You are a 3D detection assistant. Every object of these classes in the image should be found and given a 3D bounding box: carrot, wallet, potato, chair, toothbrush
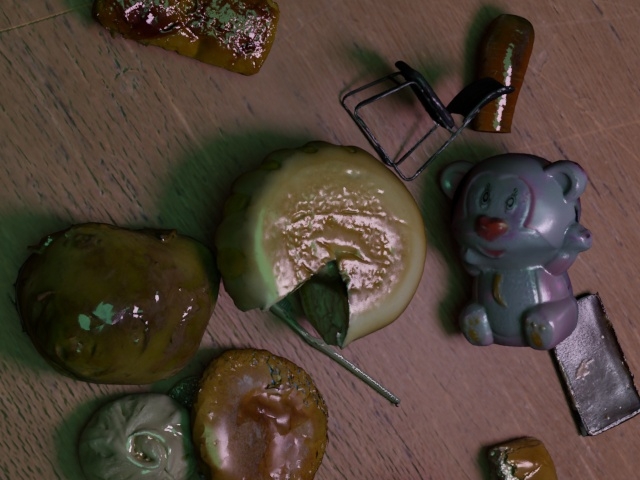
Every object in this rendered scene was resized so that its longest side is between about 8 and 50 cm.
[{"bbox_3d":[0.291,-0.267,1.987,0.087,0.087,0.193,15,90,-19],"label":"carrot"},{"bbox_3d":[0.461,0.212,2.097,0.122,0.031,0.232,-24,98,-12],"label":"wallet"},{"bbox_3d":[-0.273,0.095,1.750,0.300,0.196,0.246,-2,94,-21],"label":"potato"},{"bbox_3d":[0.167,-0.217,1.885,0.221,0.140,0.145,-36,106,3],"label":"chair"},{"bbox_3d":[0.019,0.176,1.941,0.294,0.026,0.028,43,64,-16],"label":"toothbrush"}]

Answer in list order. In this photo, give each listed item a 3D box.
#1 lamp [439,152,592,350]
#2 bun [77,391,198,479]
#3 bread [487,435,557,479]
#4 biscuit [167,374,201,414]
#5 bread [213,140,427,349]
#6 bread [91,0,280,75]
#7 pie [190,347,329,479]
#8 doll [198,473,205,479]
[{"bbox_3d":[0.329,0.004,1.964,0.247,0.247,0.301,-23,109,-48],"label":"lamp"},{"bbox_3d":[-0.261,0.314,1.803,0.183,0.102,0.183,-1,96,-12],"label":"bun"},{"bbox_3d":[0.336,0.390,2.032,0.106,0.082,0.125,-14,94,-12],"label":"bread"},{"bbox_3d":[-0.184,0.263,1.879,0.120,0.015,0.120,-1,92,-19],"label":"biscuit"},{"bbox_3d":[0.000,0.000,1.852,0.333,0.160,0.333,1,88,-27],"label":"bread"},{"bbox_3d":[-0.198,-0.332,1.817,0.271,0.077,0.139,17,90,-22],"label":"bread"},{"bbox_3d":[-0.092,0.288,1.862,0.273,0.069,0.273,4,85,-43],"label":"pie"},{"bbox_3d":[-0.142,0.374,1.888,0.057,0.039,0.114,-35,97,-38],"label":"doll"}]
